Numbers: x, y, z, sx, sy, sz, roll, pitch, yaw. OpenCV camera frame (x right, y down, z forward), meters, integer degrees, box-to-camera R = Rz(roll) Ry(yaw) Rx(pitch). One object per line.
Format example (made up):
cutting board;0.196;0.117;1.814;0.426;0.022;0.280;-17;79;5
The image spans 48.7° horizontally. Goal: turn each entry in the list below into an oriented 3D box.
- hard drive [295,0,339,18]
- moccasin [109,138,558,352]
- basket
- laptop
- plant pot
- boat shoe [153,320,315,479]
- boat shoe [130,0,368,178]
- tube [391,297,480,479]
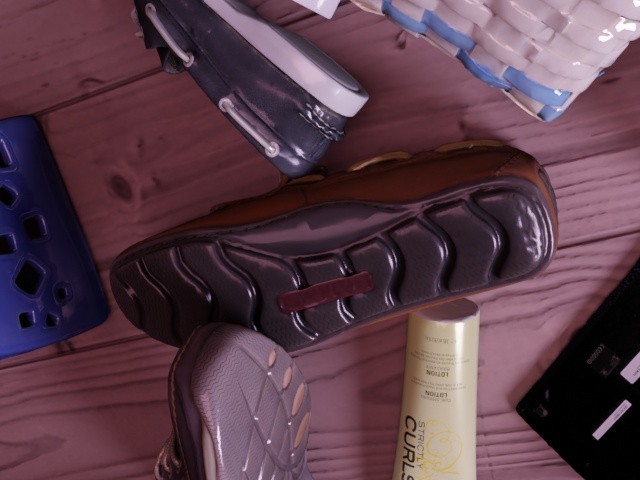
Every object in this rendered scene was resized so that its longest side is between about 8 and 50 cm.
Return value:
hard drive;-0.009;-0.351;0.497;0.210;0.040;0.319;20;113;-25
moccasin;-0.001;-0.003;0.597;0.380;0.147;0.139;-20;111;17
basket;0.152;-0.245;0.426;0.254;0.201;0.289;37;142;5
laptop;0.350;0.144;0.582;0.264;0.136;0.234;45;114;30
plant pot;-0.387;0.025;0.675;0.236;0.212;0.236;-15;98;20
boat shoe;-0.084;0.203;0.613;0.130;0.132;0.355;11;134;21
boat shoe;-0.100;-0.172;0.572;0.302;0.114;0.091;44;109;19
tube;0.107;0.169;0.642;0.070;0.062;0.240;28;123;52
